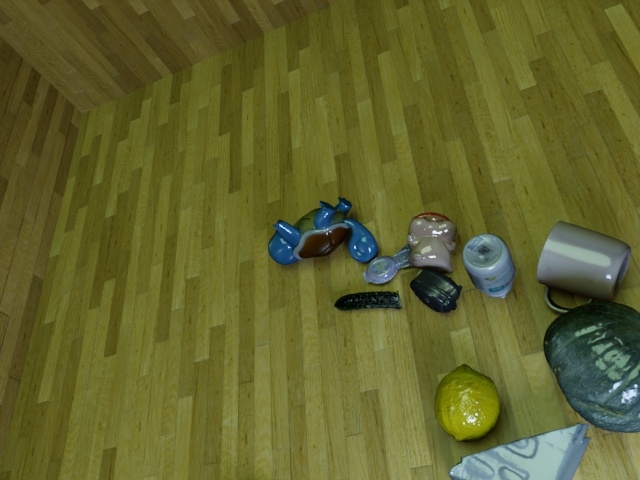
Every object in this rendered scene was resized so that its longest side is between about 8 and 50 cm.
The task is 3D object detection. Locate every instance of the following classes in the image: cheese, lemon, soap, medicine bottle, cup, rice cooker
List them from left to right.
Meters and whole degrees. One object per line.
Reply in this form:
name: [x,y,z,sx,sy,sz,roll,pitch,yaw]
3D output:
cheese: [0.233,0.086,2.049,0.191,0.042,0.105,-27,52,7]
rice cooker: [0.361,0.157,1.888,0.165,0.112,0.106,22,65,36]
lemon: [0.399,0.446,1.637,0.180,0.181,0.193,-16,32,18]
medicine bottle: [0.506,0.084,1.789,0.135,0.215,0.135,-14,54,20]
soap: [0.499,0.552,1.531,0.257,0.159,0.302,23,71,39]
cup: [0.737,0.093,1.701,0.200,0.191,0.253,22,101,33]

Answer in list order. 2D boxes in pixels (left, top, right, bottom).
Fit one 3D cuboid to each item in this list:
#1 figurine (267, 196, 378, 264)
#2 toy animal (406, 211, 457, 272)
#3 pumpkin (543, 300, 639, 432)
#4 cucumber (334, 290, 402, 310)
figurine: [0.001,-0.038,2.162,0.416,0.243,0.298,-3,15,23]
toy animal: [0.364,0.000,1.966,0.171,0.171,0.198,-7,60,24]
pumpkin: [0.726,0.309,1.493,0.257,0.291,0.328,-45,56,30]
cucumber: [0.157,0.199,2.002,0.245,0.067,0.067,-4,58,28]
